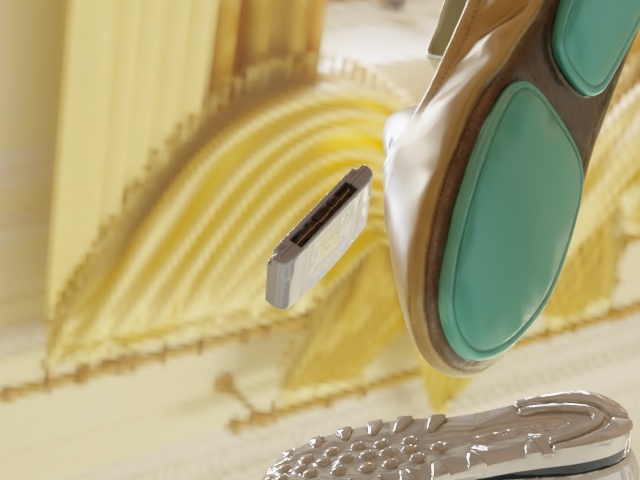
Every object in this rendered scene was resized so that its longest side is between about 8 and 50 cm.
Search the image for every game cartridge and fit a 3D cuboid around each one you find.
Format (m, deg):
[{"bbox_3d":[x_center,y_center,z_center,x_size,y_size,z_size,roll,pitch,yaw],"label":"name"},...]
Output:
[{"bbox_3d":[0.000,0.000,1.044,0.017,0.056,0.083,36,-118,15],"label":"game cartridge"}]

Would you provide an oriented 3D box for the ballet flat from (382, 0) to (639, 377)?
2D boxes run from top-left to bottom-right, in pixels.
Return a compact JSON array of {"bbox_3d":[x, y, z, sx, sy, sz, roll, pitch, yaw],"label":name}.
[{"bbox_3d":[0.065,-0.048,0.669,0.073,0.080,0.232,0,-130,39],"label":"ballet flat"}]

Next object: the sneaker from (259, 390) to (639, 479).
[{"bbox_3d":[0.077,0.160,1.126,0.235,0.094,0.090,-7,-154,8],"label":"sneaker"}]
